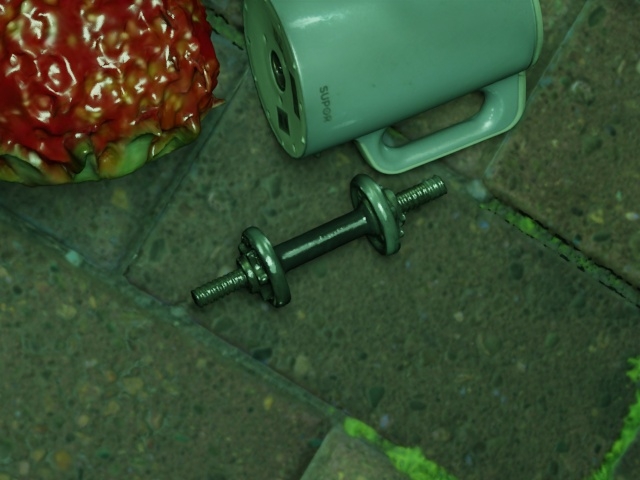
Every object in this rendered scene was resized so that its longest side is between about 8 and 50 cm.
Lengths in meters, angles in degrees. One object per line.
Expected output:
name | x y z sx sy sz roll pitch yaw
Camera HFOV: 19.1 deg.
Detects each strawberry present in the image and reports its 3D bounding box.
strawberry | -0.221 -0.211 1.559 0.292 0.292 0.343 -10 96 -13

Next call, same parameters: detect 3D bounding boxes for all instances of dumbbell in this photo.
dumbbell | 0.000 0.000 1.720 0.254 0.081 0.081 -25 97 -12

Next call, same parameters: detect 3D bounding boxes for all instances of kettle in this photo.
kettle | 0.073 -0.155 1.707 0.243 0.160 0.210 -15 120 -15
